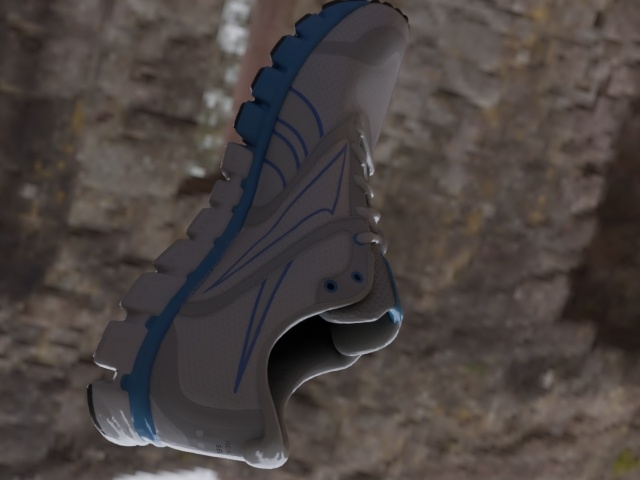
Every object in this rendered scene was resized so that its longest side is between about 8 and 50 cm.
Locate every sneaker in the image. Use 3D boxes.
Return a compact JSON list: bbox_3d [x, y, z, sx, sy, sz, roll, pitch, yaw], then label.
[{"bbox_3d":[0.000,0.000,0.664,0.083,0.190,0.071,17,157,24],"label":"sneaker"}]
